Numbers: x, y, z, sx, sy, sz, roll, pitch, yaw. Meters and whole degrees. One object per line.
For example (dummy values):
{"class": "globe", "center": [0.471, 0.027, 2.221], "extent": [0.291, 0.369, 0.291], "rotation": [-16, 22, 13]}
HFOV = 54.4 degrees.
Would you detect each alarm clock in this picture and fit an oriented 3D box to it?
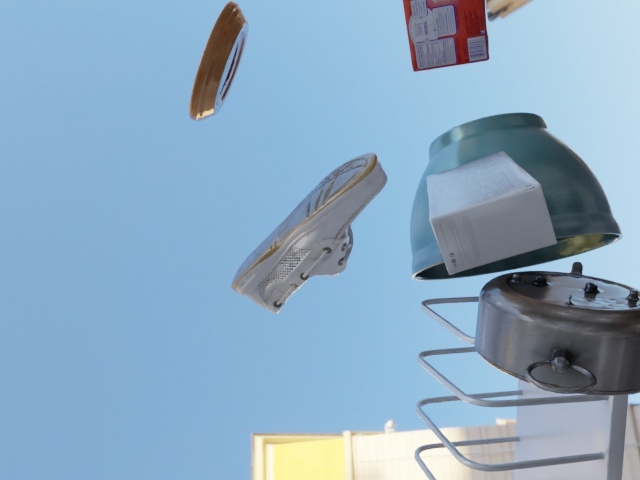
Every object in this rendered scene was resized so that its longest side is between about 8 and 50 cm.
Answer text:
{"class": "alarm clock", "center": [0.174, 0.064, 0.438], "extent": [0.192, 0.129, 0.064], "rotation": [-30, -56, -63]}

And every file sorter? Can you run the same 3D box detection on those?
{"class": "file sorter", "center": [0.211, 0.210, 0.712], "extent": [0.173, 0.193, 0.277], "rotation": [-1, -82, -11]}

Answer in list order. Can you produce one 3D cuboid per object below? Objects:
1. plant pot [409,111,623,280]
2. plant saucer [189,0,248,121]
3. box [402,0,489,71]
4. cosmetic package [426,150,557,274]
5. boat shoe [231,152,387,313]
{"class": "plant pot", "center": [0.263, -0.066, 0.914], "extent": [0.293, 0.293, 0.196], "rotation": [1, -104, -40]}
{"class": "plant saucer", "center": [-0.160, -0.284, 1.010], "extent": [0.037, 0.200, 0.199], "rotation": [20, -122, -5]}
{"class": "box", "center": [0.199, -0.419, 1.007], "extent": [0.122, 0.128, 0.256], "rotation": [-64, -36, -59]}
{"class": "cosmetic package", "center": [0.166, -0.037, 0.645], "extent": [0.239, 0.099, 0.060], "rotation": [-58, -53, -72]}
{"class": "boat shoe", "center": [0.000, 0.000, 0.796], "extent": [0.096, 0.277, 0.098], "rotation": [40, -145, -12]}
